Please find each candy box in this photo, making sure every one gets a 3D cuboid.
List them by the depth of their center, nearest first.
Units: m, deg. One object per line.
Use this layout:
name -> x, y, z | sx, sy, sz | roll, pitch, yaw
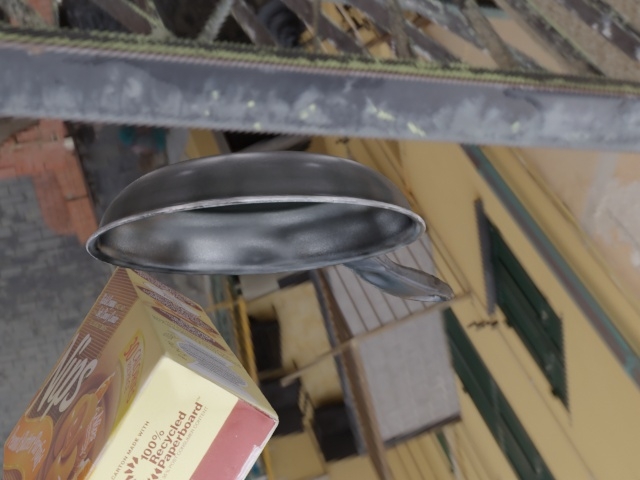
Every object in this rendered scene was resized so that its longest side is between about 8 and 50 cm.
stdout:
candy box -> -0.140, 0.135, 0.805 | 0.087, 0.316, 0.183 | 33, 90, -16

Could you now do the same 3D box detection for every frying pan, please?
frying pan -> 0.015, -0.006, 0.717 | 0.326, 0.053, 0.197 | 4, 166, -35
